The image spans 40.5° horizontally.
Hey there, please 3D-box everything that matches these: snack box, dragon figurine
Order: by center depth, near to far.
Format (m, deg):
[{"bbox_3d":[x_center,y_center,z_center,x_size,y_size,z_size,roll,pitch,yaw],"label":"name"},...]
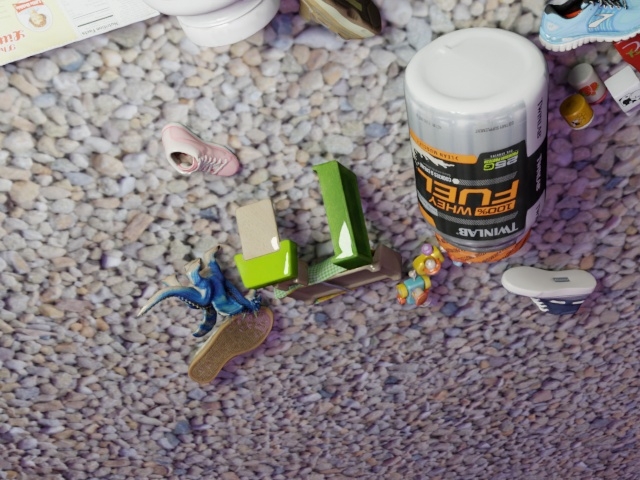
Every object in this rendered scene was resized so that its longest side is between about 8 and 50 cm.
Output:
[{"bbox_3d":[-0.376,-0.313,1.042,0.321,0.060,0.187,-15,136,7],"label":"snack box"},{"bbox_3d":[-0.180,0.101,1.410,0.085,0.289,0.144,-30,95,18],"label":"dragon figurine"}]

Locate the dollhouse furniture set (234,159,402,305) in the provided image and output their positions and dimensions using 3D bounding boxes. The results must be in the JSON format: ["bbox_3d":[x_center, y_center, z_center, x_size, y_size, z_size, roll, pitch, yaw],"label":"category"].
[{"bbox_3d":[0.000,0.000,1.431,0.197,0.151,0.301,-17,166,17],"label":"dollhouse furniture set"}]

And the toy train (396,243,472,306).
[{"bbox_3d":[0.208,0.063,1.512,0.125,0.046,0.166,14,120,-39],"label":"toy train"}]

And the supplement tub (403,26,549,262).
[{"bbox_3d":[0.227,-0.125,1.246,0.193,0.194,0.316,-12,137,3],"label":"supplement tub"}]

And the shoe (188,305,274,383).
[{"bbox_3d":[-0.167,0.182,1.609,0.076,0.058,0.219,42,115,-17],"label":"shoe"}]

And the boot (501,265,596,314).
[{"bbox_3d":[0.411,0.101,1.603,0.189,0.069,0.086,4,133,-16],"label":"boot"}]

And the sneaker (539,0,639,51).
[{"bbox_3d":[0.377,-0.309,1.174,0.162,0.063,0.073,-15,133,6],"label":"sneaker"}]

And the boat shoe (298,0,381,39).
[{"bbox_3d":[0.000,-0.301,1.101,0.072,0.068,0.190,-16,151,33],"label":"boat shoe"}]

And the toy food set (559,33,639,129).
[{"bbox_3d":[0.457,-0.229,1.233,0.232,0.111,0.104,-35,131,22],"label":"toy food set"}]

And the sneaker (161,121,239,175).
[{"bbox_3d":[-0.176,-0.116,1.278,0.134,0.070,0.051,29,123,-35],"label":"sneaker"}]

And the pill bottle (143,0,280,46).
[{"bbox_3d":[-0.152,-0.373,0.929,0.181,0.182,0.323,-17,136,8],"label":"pill bottle"}]
